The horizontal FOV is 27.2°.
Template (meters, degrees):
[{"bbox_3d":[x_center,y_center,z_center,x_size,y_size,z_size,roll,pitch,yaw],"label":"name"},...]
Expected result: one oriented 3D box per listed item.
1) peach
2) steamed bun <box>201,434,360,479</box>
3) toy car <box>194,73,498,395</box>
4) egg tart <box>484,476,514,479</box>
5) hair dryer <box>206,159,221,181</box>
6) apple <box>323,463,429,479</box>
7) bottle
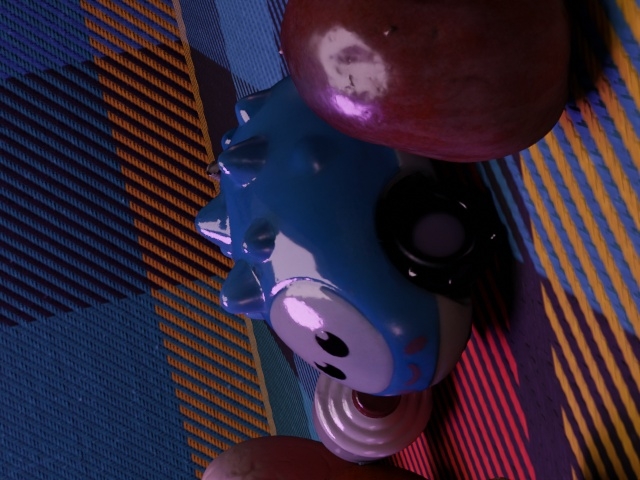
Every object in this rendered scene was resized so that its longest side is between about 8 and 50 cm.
[{"bbox_3d":[0.051,-0.109,0.672,0.152,0.152,0.152,166,90,-81],"label":"peach"},{"bbox_3d":[-0.011,0.385,1.586,0.334,0.233,0.312,119,139,-65],"label":"steamed bun"},{"bbox_3d":[0.010,-0.007,0.956,0.188,0.190,0.255,96,157,-61],"label":"toy car"},{"bbox_3d":[0.099,0.289,0.742,0.319,0.128,0.319,53,-153,-42],"label":"egg tart"},{"bbox_3d":[0.025,0.023,1.108,0.219,0.088,0.225,47,-167,24],"label":"hair dryer"},{"bbox_3d":[0.066,0.307,1.226,0.201,0.162,0.201,177,90,-84],"label":"apple"},{"bbox_3d":[0.045,0.146,1.194,0.245,0.104,0.104,94,161,-79],"label":"bottle"}]
